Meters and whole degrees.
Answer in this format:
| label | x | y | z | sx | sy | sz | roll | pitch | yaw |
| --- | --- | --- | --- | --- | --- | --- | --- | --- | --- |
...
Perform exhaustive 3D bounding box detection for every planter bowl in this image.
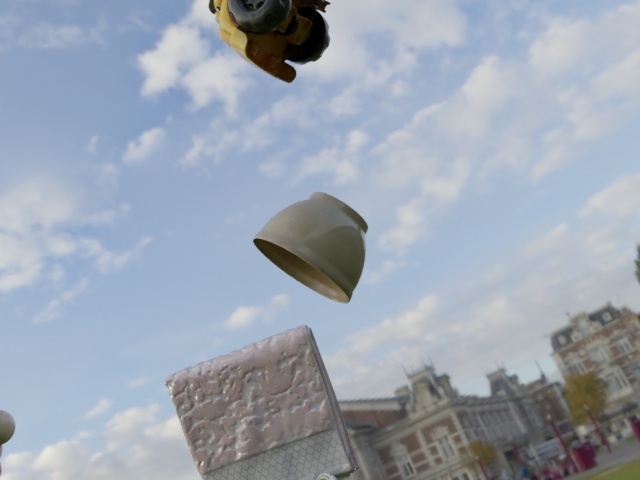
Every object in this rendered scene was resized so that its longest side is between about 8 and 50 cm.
| label | x | y | z | sx | sy | sz | roll | pitch | yaw |
| --- | --- | --- | --- | --- | --- | --- | --- | --- | --- |
| planter bowl | 0.000 | 0.000 | 1.042 | 0.109 | 0.162 | 0.162 | -57 | -16 | -14 |

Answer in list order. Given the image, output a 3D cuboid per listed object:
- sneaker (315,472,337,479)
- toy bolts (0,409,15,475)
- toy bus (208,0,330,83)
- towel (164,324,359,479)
| label | x | y | z | sx | sy | sz | roll | pitch | yaw |
| --- | --- | --- | --- | --- | --- | --- | --- | --- | --- |
| sneaker | 0.057 | 0.312 | 0.736 | 0.158 | 0.181 | 0.410 | -5 | 6 | 43 |
| toy bolts | -0.608 | 0.309 | 1.302 | 0.159 | 0.228 | 0.218 | -35 | -19 | -3 |
| toy bus | -0.077 | -0.319 | 0.831 | 0.220 | 0.212 | 0.149 | -64 | -20 | 6 |
| towel | -0.124 | 0.373 | 1.509 | 0.332 | 0.316 | 0.053 | -21 | -6 | 9 |
